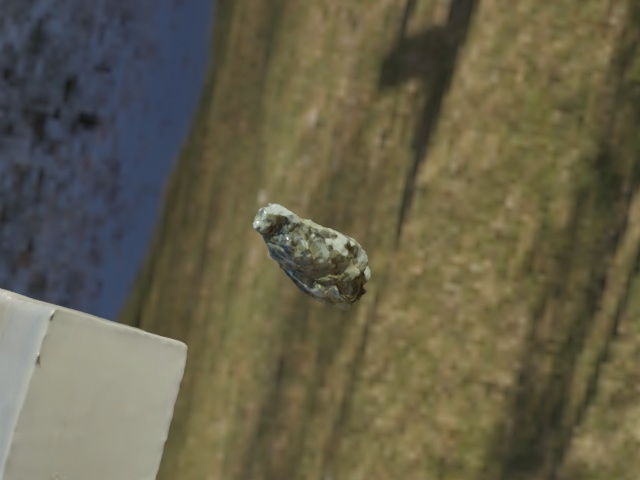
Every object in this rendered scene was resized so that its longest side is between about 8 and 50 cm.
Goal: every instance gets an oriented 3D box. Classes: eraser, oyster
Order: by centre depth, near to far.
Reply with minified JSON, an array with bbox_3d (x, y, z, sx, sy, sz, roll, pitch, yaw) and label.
[{"bbox_3d":[-0.162,0.086,0.965,0.279,0.081,0.124,8,80,62],"label":"eraser"},{"bbox_3d":[-0.001,0.000,1.272,0.037,0.098,0.100,-42,13,17],"label":"oyster"}]
